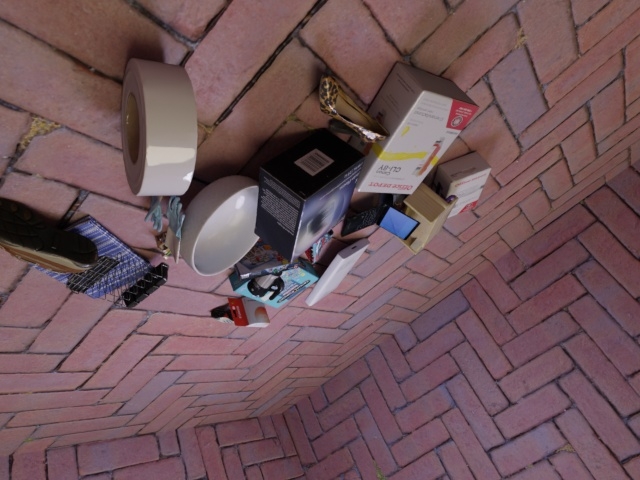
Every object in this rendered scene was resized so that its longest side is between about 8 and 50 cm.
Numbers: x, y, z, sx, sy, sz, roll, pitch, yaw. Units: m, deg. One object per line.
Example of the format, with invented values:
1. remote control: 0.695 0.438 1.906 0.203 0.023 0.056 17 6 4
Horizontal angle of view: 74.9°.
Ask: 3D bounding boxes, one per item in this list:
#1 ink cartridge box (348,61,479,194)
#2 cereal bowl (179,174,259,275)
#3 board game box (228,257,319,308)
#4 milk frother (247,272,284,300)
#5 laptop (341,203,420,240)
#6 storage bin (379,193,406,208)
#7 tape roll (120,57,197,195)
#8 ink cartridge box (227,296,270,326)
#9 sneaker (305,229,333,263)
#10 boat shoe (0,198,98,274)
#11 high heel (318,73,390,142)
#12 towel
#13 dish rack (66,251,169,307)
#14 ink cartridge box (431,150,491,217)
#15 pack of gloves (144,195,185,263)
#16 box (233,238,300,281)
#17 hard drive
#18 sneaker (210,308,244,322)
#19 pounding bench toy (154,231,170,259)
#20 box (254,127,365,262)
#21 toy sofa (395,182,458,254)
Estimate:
1. ink cartridge box: 0.278 -0.342 1.375 0.279 0.160 0.385 -2 140 -37
2. cereal bowl: -0.308 -0.064 1.289 0.339 0.141 0.339 -46 162 -19
3. board game box: -0.193 0.163 1.817 0.253 0.079 0.336 -36 148 11
4. milk frother: -0.193 0.149 1.650 0.135 0.129 0.143 -49 -174 29
5. laptop: 0.242 -0.045 1.746 0.264 0.137 0.234 -22 165 -11
6. storage bin: 0.306 -0.183 1.703 0.091 0.098 0.135 -32 150 -15
7. tape roll: -0.360 -0.239 0.911 0.100 0.286 0.286 -5 142 -33
8. ink cartridge box: -0.319 0.313 1.874 0.045 0.145 0.179 -39 147 25
9. sneaker: 0.000 0.000 1.711 0.125 0.104 0.262 -19 148 -19
10. boat shoe: -0.760 0.009 1.092 0.120 0.123 0.324 -28 137 23
11. high heel: 0.100 -0.369 1.173 0.261 0.186 0.093 53 56 -67
12. towel: -0.718 0.064 1.315 0.243 0.040 0.336 -26 147 -1
13. dish rack: -0.649 0.120 1.342 0.208 0.074 0.271 -37 143 14
14. ink cartridge box: 0.600 -0.234 1.830 0.197 0.114 0.273 -21 149 -11
15. pack of gloves: -0.446 -0.072 1.163 0.046 0.195 0.232 -17 149 -37
16. box: -0.214 0.055 1.567 0.233 0.159 0.044 -12 143 -25
17. hard drive: 0.078 0.149 1.972 0.233 0.047 0.353 -27 157 -48
18. sneaker: -0.411 0.346 1.896 0.161 0.057 0.075 7 156 3
19. pounding bench toy: -0.490 0.015 1.364 0.065 0.083 0.052 -29 149 2
20. box: -0.037 -0.139 1.310 0.296 0.182 0.294 -40 160 -34
21. toy sofa: 0.444 -0.102 1.807 0.177 0.150 0.362 -42 162 -14
